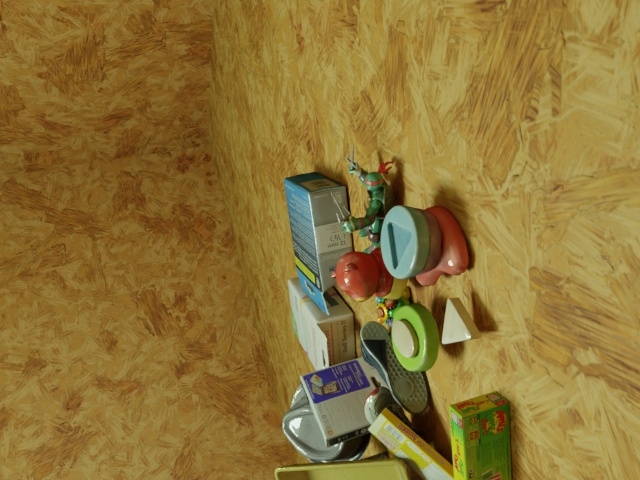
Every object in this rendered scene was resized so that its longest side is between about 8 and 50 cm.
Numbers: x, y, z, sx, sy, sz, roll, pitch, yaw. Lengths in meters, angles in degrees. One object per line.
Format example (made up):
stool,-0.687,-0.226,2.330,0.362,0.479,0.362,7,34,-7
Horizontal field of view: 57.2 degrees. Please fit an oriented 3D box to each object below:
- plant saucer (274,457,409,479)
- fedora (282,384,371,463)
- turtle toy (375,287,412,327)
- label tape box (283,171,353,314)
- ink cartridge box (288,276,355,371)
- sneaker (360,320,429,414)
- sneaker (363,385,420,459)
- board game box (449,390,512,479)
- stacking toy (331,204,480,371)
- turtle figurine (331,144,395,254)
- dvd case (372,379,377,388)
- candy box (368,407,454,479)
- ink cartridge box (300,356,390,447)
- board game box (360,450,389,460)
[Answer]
plant saucer,0.097,0.643,1.382,0.081,0.332,0.333,-42,-65,-61
fedora,-0.005,0.503,1.580,0.275,0.124,0.244,12,93,32
turtle toy,0.164,0.152,1.280,0.130,0.066,0.095,12,114,60
label tape box,0.000,0.000,1.658,0.249,0.115,0.348,-141,40,-66
ink cartridge box,0.013,0.267,1.777,0.353,0.119,0.207,-130,32,-59
sneaker,0.168,0.296,1.358,0.226,0.086,0.163,59,172,15
sneaker,0.180,0.426,1.355,0.225,0.088,0.092,57,157,-20
board game box,0.276,0.360,1.008,0.043,0.092,0.181,-147,48,-67
stacking toy,0.142,0.095,1.092,0.309,0.130,0.280,128,135,-56
turtle figurine,0.101,-0.075,1.241,0.234,0.118,0.175,76,-156,-45
dvd case,0.142,0.437,1.656,0.087,0.013,0.120,-119,25,-46
candy box,0.200,0.453,1.261,0.206,0.027,0.105,39,147,15
ink cartridge box,0.077,0.405,1.513,0.206,0.208,0.045,-120,19,-48
board game box,0.162,0.739,1.569,0.275,0.142,0.144,-118,23,-45
